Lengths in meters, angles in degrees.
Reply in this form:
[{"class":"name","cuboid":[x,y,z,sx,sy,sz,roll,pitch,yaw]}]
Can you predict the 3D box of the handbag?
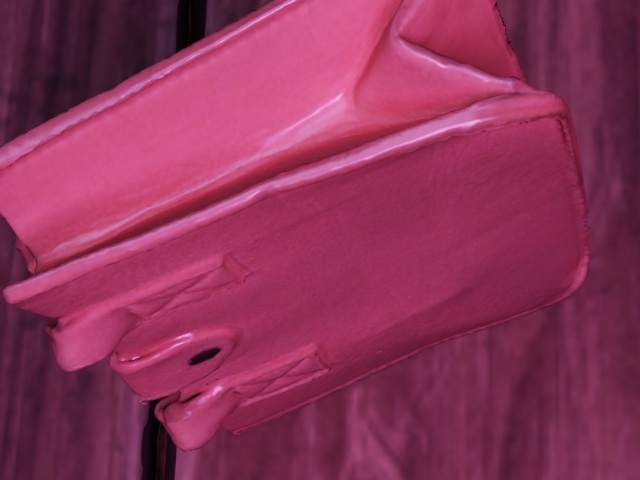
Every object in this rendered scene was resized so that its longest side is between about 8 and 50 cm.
[{"class":"handbag","cuboid":[0.000,0.000,0.494,0.157,0.212,0.059,-26,71,4]}]
